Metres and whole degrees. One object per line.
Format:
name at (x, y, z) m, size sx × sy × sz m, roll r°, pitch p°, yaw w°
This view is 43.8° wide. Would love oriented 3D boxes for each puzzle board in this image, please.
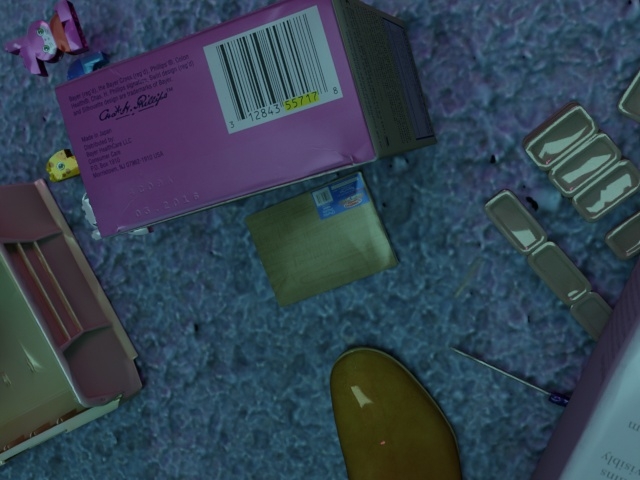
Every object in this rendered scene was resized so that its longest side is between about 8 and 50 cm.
puzzle board at (0.000, 0.000, 0.765) m, size 0.128 × 0.011 × 0.096 m, roll -21°, pitch 91°, yaw 19°

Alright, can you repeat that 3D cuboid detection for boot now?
boot at (0.069, 0.248, 0.679) m, size 0.104 × 0.211 × 0.295 m, roll -24°, pitch 91°, yaw 19°

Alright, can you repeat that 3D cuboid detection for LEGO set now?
LEGO set at (-0.238, -0.102, 0.779) m, size 0.093 × 0.087 × 0.227 m, roll -19°, pitch 93°, yaw 4°

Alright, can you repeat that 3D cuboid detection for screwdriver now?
screwdriver at (0.195, 0.136, 0.723) m, size 0.170 × 0.024 × 0.025 m, roll 21°, pitch 134°, yaw 16°

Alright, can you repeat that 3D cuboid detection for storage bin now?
storage bin at (-0.363, 0.106, 0.836) m, size 0.262 × 0.123 × 0.260 m, roll -28°, pitch 90°, yaw 19°

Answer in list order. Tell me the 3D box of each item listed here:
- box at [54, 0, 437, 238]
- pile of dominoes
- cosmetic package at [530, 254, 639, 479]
box at (-0.040, -0.099, 0.638) m, size 0.214 × 0.243 × 0.117 m, roll -15°, pitch 94°, yaw 20°
pile of dominoes at (0.281, -0.012, 0.675) m, size 0.196 × 0.040 × 0.251 m, roll -40°, pitch 94°, yaw 18°
cosmetic package at (0.308, 0.154, 0.588) m, size 0.230 × 0.161 × 0.453 m, roll 24°, pitch 107°, yaw 13°
